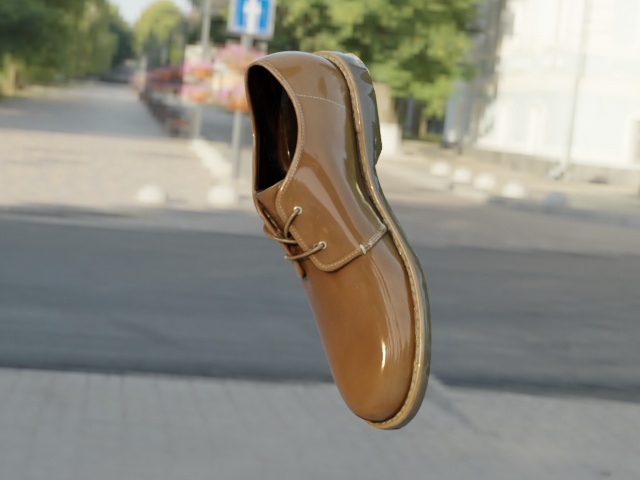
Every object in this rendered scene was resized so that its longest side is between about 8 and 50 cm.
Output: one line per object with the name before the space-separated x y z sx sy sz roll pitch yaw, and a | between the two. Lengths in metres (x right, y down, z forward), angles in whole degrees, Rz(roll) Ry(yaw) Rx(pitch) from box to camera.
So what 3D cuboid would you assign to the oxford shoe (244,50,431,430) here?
oxford shoe | 0.000 0.000 0.842 0.076 0.212 0.076 -2 -19 -44
